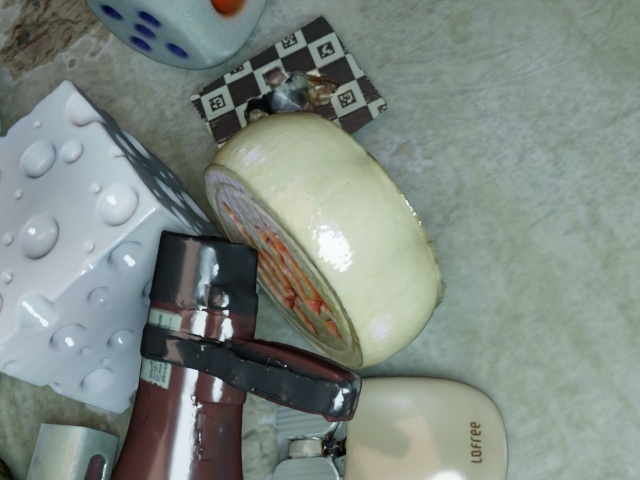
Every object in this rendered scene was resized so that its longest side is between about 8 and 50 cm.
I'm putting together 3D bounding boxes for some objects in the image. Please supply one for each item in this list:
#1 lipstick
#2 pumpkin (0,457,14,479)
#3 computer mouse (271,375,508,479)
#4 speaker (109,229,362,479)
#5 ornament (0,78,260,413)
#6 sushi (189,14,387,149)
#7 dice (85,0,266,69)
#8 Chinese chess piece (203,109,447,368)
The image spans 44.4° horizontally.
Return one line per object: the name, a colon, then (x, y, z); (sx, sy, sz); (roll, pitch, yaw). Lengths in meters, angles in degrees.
lipstick: (-0.296, 0.335, 0.868); (0.077, 0.079, 0.253); (-2, 65, 24)
pumpkin: (-0.448, 0.307, 0.867); (0.223, 0.223, 0.157); (36, 110, 32)
computer mouse: (0.063, 0.206, 0.771); (0.236, 0.082, 0.145); (-5, 66, 21)
speaker: (-0.110, 0.167, 0.710); (0.259, 0.198, 0.330); (-158, 77, -69)
ornament: (-0.263, 0.016, 0.910); (0.239, 0.239, 0.240); (-41, 58, 0)
sushi: (-0.039, -0.167, 1.016); (0.210, 0.040, 0.193); (-33, 65, 4)
dice: (-0.197, -0.362, 1.086); (0.191, 0.194, 0.193); (19, 77, 31)
Chinese chess piece: (0.000, 0.000, 0.784); (0.112, 0.270, 0.270); (-37, 56, -17)
